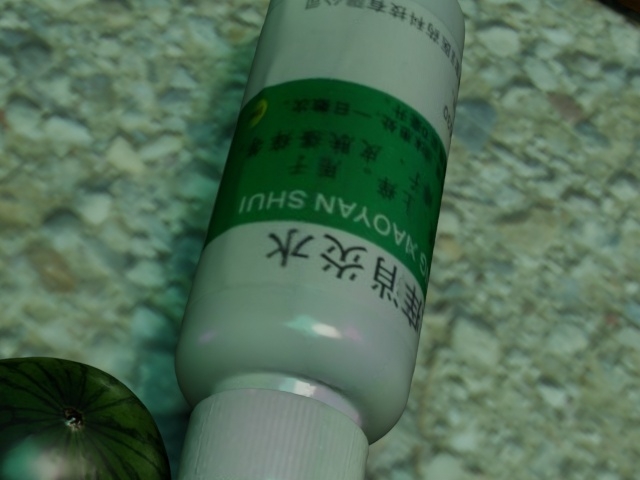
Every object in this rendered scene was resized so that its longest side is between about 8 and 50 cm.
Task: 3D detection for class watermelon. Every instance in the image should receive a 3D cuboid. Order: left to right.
[{"bbox_3d":[-0.100,0.084,0.554,0.105,0.062,0.105,12,54,-17],"label":"watermelon"}]

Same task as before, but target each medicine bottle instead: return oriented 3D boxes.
[{"bbox_3d":[0.000,0.000,0.617,0.095,0.095,0.260,15,56,-4],"label":"medicine bottle"}]

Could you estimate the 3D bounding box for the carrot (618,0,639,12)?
[{"bbox_3d":[0.101,-0.179,0.792,0.248,0.043,0.043,34,56,8],"label":"carrot"}]
